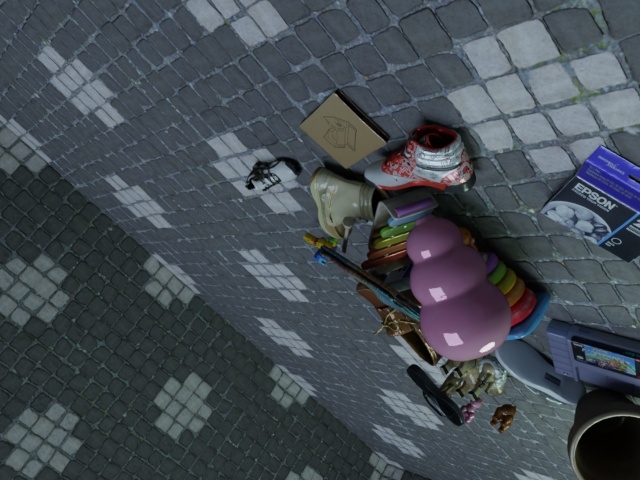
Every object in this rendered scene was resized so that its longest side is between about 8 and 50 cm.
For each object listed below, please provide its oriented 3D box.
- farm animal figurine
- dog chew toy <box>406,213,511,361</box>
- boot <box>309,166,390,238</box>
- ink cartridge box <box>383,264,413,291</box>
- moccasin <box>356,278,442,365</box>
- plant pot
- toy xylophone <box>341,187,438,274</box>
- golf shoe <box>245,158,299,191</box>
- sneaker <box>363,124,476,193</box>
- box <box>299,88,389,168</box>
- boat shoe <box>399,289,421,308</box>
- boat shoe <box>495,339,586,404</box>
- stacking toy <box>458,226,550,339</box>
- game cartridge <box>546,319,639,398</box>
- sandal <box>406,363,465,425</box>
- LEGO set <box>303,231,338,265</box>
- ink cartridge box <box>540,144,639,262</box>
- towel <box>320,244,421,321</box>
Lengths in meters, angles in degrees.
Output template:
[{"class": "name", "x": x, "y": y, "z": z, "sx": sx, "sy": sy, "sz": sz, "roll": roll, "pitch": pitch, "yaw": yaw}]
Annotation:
[{"class": "farm animal figurine", "x": 0.509, "y": 0.454, "z": 2.043, "sx": 0.330, "sy": 0.172, "sz": 0.327, "roll": 15, "pitch": 138, "yaw": 51}, {"class": "dog chew toy", "x": 0.298, "y": 0.100, "z": 1.417, "sx": 0.206, "sy": 0.206, "sz": 0.332, "roll": -24, "pitch": 87, "yaw": 62}, {"class": "boot", "x": 0.095, "y": -0.076, "z": 1.664, "sx": 0.203, "sy": 0.095, "sz": 0.262, "roll": 17, "pitch": 147, "yaw": 30}, {"class": "ink cartridge box", "x": 0.259, "y": 0.085, "z": 1.740, "sx": 0.046, "sy": 0.097, "sz": 0.207, "roll": 39, "pitch": 156, "yaw": -10}, {"class": "moccasin", "x": 0.257, "y": 0.263, "z": 2.006, "sx": 0.380, "sy": 0.147, "sz": 0.139, "roll": 44, "pitch": 154, "yaw": -21}, {"class": "plant pot", "x": 0.785, "y": 0.520, "z": 1.678, "sx": 0.263, "sy": 0.263, "sz": 0.229, "roll": 35, "pitch": -163, "yaw": -1}, {"class": "toy xylophone", "x": 0.171, "y": -0.015, "z": 1.558, "sx": 0.323, "sy": 0.236, "sz": 0.081, "roll": 79, "pitch": 168, "yaw": -65}, {"class": "golf shoe", "x": -0.139, "y": -0.175, "z": 1.770, "sx": 0.198, "sy": 0.094, "sz": 0.077, "roll": -2, "pitch": 136, "yaw": 50}, {"class": "sneaker", "x": 0.196, "y": -0.183, "z": 1.347, "sx": 0.270, "sy": 0.090, "sz": 0.145, "roll": 9, "pitch": 145, "yaw": 37}, {"class": "box", "x": 0.051, "y": -0.257, "z": 1.470, "sx": 0.164, "sy": 0.021, "sz": 0.201, "roll": 40, "pitch": 156, "yaw": -13}, {"class": "boat shoe", "x": 0.342, "y": 0.188, "z": 1.824, "sx": 0.277, "sy": 0.098, "sz": 0.096, "roll": 20, "pitch": 151, "yaw": 27}, {"class": "boat shoe", "x": 0.634, "y": 0.396, "z": 1.844, "sx": 0.301, "sy": 0.108, "sz": 0.102, "roll": 29, "pitch": 154, "yaw": -5}, {"class": "stacking toy", "x": 0.407, "y": 0.092, "z": 1.537, "sx": 0.302, "sy": 0.175, "sz": 0.165, "roll": 54, "pitch": 148, "yaw": -14}, {"class": "game cartridge", "x": 0.769, "y": 0.324, "z": 1.594, "sx": 0.355, "sy": 0.068, "sz": 0.230, "roll": 14, "pitch": 153, "yaw": 38}, {"class": "sandal", "x": 0.377, "y": 0.529, "z": 2.091, "sx": 0.254, "sy": 0.054, "sz": 0.097, "roll": 45, "pitch": 155, "yaw": 11}, {"class": "LEGO set", "x": 0.000, "y": 0.000, "z": 1.922, "sx": 0.093, "sy": 0.087, "sz": 0.227, "roll": 31, "pitch": 154, "yaw": 7}, {"class": "ink cartridge box", "x": 0.556, "y": -0.060, "z": 1.173, "sx": 0.206, "sy": 0.045, "sz": 0.208, "roll": 32, "pitch": 154, "yaw": 7}, {"class": "towel", "x": 0.175, "y": 0.143, "z": 1.605, "sx": 0.271, "sy": 0.040, "sz": 0.370, "roll": 32, "pitch": 177, "yaw": 40}]
